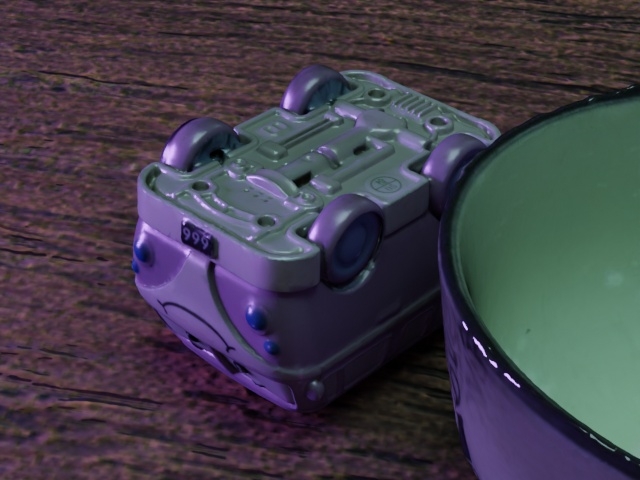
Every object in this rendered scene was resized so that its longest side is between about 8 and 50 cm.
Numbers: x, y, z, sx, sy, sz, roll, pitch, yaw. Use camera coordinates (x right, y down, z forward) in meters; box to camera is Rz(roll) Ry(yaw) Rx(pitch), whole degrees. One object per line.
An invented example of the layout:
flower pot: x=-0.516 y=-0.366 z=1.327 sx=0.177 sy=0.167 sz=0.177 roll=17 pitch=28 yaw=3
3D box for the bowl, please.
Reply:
bowl: x=0.222 y=0.086 z=0.726 sx=0.354 sy=0.185 sz=0.354 roll=3 pitch=35 yaw=-2

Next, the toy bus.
toy bus: x=0.000 y=0.000 z=0.861 sx=0.142 sy=0.142 sz=0.202 roll=30 pitch=42 yaw=32
